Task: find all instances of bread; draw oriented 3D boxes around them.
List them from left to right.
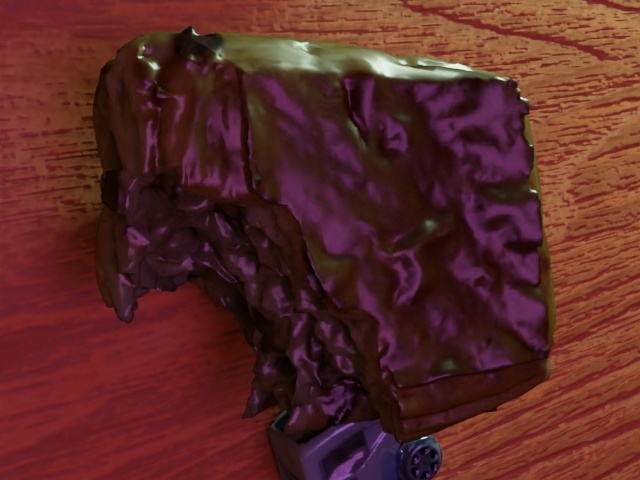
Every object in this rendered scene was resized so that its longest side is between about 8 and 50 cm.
[{"bbox_3d":[0.000,0.000,0.733,0.370,0.191,0.314,-5,92,-27],"label":"bread"}]

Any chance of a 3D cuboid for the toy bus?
[{"bbox_3d":[0.052,0.283,0.869,0.136,0.109,0.330,-22,108,-22],"label":"toy bus"}]
